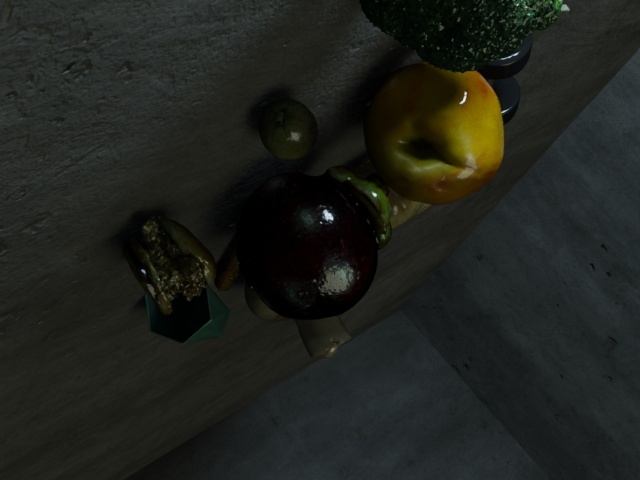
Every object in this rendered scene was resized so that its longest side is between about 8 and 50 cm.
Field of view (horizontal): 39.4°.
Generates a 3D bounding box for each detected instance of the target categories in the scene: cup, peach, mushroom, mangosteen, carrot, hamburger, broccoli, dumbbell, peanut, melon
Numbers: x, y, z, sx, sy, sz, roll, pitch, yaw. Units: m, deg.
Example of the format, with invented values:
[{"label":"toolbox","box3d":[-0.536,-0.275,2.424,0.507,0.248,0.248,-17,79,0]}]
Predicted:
[{"label":"cup","box3d":[-0.275,0.155,1.903,0.236,0.148,0.134,63,50,-79]},{"label":"peach","box3d":[0.227,-0.223,1.790,0.289,0.289,0.308,-49,179,28]},{"label":"mushroom","box3d":[-0.017,0.128,2.142,0.292,0.290,0.292,-34,166,-10]},{"label":"mangosteen","box3d":[-0.013,0.006,1.757,0.330,0.330,0.330,-38,165,-12]},{"label":"carrot","box3d":[-0.181,0.025,1.925,0.049,0.049,0.254,-28,156,-41]},{"label":"hamburger","box3d":[-0.262,0.028,1.532,0.131,0.159,0.185,-34,138,-10]},{"label":"broccoli","box3d":[0.193,-0.388,1.308,0.308,0.307,0.275,-15,116,-59]},{"label":"dumbbell","box3d":[0.355,-0.354,1.882,0.152,0.152,0.218,-36,153,-18]},{"label":"peanut","box3d":[0.186,-0.134,2.150,0.387,0.169,0.192,-28,156,-51]},{"label":"melon","box3d":[-0.053,-0.186,1.523,0.099,0.099,0.162,-42,168,2]}]

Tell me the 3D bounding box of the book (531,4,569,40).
[{"label":"book","box3d":[0.409,-0.428,2.043,0.310,0.021,0.217,-40,169,36]}]
